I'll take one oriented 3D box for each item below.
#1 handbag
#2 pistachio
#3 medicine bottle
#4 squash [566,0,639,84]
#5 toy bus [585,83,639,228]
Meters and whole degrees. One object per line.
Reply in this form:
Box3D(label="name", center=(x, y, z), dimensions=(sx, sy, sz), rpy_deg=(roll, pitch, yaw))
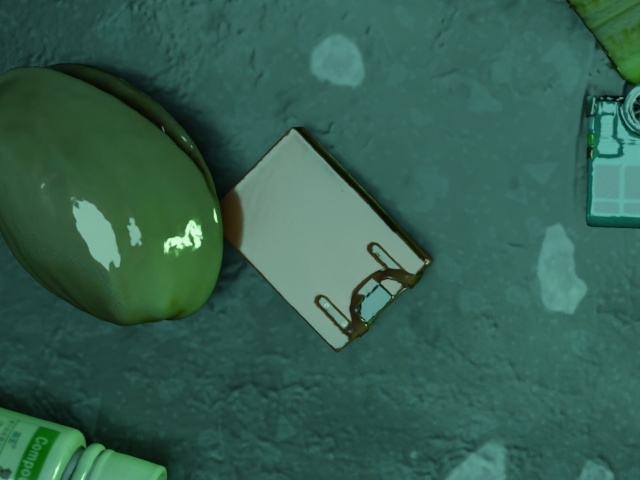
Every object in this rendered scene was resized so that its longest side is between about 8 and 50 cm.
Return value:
Box3D(label="handbag", center=(0.000, 0.000, 1.758), dimensions=(0.190, 0.063, 0.127), rpy_deg=(45, 100, 6))
Box3D(label="pistachio", center=(-0.208, -0.045, 1.726), dimensions=(0.197, 0.166, 0.288), rpy_deg=(-35, 89, 17))
Box3D(label="medicine bottle", center=(-0.279, 0.244, 1.785), dimensions=(0.237, 0.139, 0.139), rpy_deg=(17, 98, 6))
Box3D(label="squash", center=(0.345, -0.286, 1.637), dimensions=(0.289, 0.203, 0.111), rpy_deg=(-33, 48, 13))
Box3D(label="toy bus", center=(0.368, -0.069, 1.660), dimensions=(0.256, 0.128, 0.147), rpy_deg=(3, 94, 8))
